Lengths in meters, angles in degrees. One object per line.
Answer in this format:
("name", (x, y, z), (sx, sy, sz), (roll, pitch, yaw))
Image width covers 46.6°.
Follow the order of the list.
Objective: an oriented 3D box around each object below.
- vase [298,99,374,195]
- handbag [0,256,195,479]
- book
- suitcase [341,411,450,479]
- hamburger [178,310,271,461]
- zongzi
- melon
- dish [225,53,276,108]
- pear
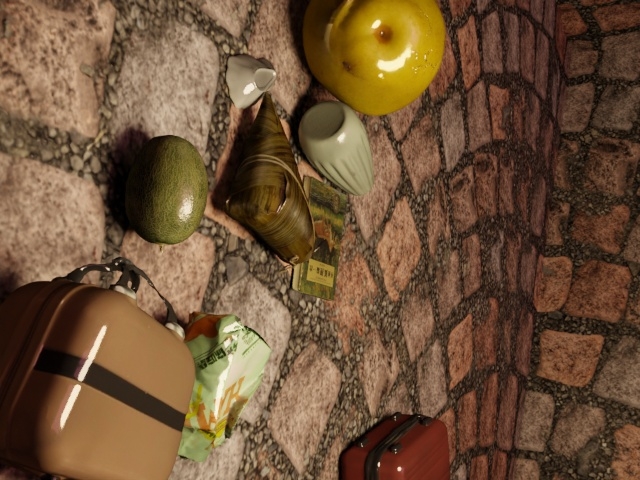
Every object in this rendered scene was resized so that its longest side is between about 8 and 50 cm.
("vase", (0.045, -0.171, 1.481), (0.248, 0.128, 0.128), (52, 48, -59))
("handbag", (-0.265, 0.153, 0.894), (0.302, 0.149, 0.283), (58, 39, -59))
("book", (0.000, 0.000, 1.500), (0.160, 0.024, 0.228), (23, 71, -60))
("suitcase", (0.175, 0.537, 1.684), (0.297, 0.161, 0.236), (-14, 103, -59))
("hamburger", (-0.167, 0.225, 1.124), (0.235, 0.125, 0.214), (87, 25, -71))
("zongzi", (-0.061, -0.096, 1.317), (0.247, 0.111, 0.241), (50, 44, -55))
("melon", (-0.216, -0.065, 1.042), (0.114, 0.114, 0.167), (19, 75, -58))
("dish", (-0.107, -0.281, 1.288), (0.137, 0.039, 0.091), (-33, 119, -53))
("pear", (0.097, -0.380, 1.445), (0.336, 0.285, 0.284), (122, -23, -77))
